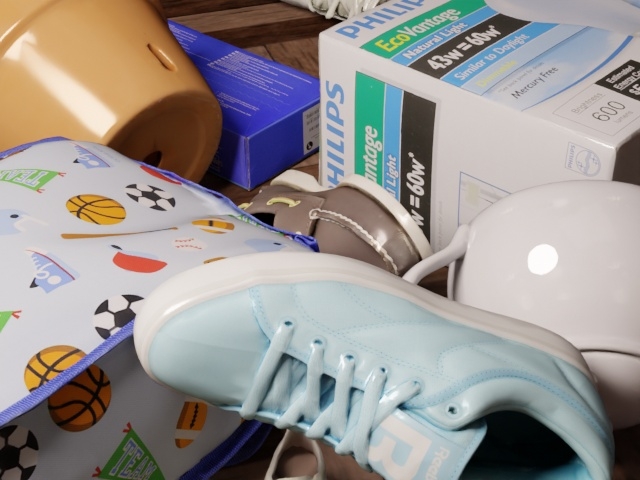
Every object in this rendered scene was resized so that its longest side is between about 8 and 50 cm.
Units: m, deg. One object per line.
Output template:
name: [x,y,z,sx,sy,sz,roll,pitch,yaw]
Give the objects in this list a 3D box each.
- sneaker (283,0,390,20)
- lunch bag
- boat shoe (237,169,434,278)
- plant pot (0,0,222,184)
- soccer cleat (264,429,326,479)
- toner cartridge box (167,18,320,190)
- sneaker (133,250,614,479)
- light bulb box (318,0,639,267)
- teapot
sneaker: [0.065,-0.344,1.792,0.448,0.169,0.257,11,34,13]
lunch bag: [-0.215,0.079,1.118,0.328,0.239,0.385,25,49,34]
boat shoe: [0.000,0.000,1.274,0.097,0.116,0.324,-34,20,-16]
plant pot: [-0.242,-0.137,1.424,0.203,0.291,0.291,40,50,23]
soccer cleat: [-0.021,0.227,1.028,0.068,0.076,0.196,-2,34,-1]
toner cartridge box: [-0.158,-0.182,1.640,0.348,0.075,0.165,26,42,34]
sneaker: [0.050,0.109,0.941,0.366,0.135,0.150,10,27,-14]
light bulb box: [0.242,-0.133,1.426,0.361,0.225,0.358,26,43,33]
teapot: [0.221,0.079,1.128,0.256,0.252,0.187,-8,55,21]
